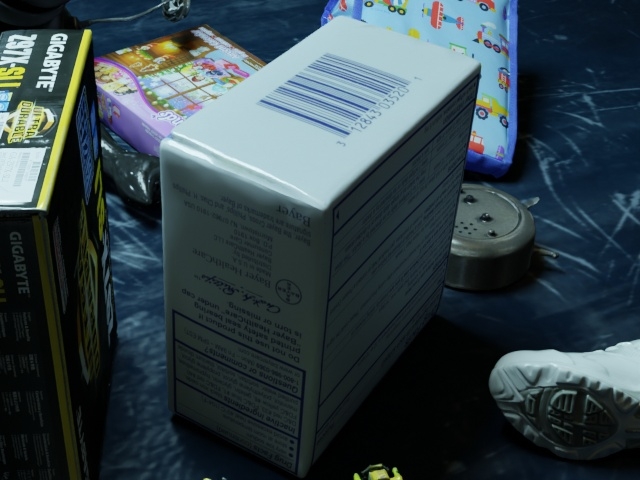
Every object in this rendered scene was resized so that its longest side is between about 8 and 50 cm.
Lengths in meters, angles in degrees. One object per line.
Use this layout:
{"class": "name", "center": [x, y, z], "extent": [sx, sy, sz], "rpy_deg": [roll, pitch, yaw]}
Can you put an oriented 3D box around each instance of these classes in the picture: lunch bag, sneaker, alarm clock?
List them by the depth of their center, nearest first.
{"class": "sneaker", "center": [0.259, 0.131, 1.002], "extent": [0.232, 0.090, 0.115], "rpy_deg": [12, 30, -3]}
{"class": "alarm clock", "center": [0.140, -0.004, 1.187], "extent": [0.192, 0.064, 0.129], "rpy_deg": [-13, 39, -15]}
{"class": "lunch bag", "center": [0.121, -0.199, 1.366], "extent": [0.221, 0.138, 0.293], "rpy_deg": [18, 43, -14]}

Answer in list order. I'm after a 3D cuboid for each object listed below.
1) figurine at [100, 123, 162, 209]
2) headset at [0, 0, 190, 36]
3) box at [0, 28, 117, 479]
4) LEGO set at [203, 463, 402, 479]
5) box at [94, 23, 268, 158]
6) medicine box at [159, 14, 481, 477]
{"class": "figurine", "center": [-0.279, -0.061, 1.217], "extent": [0.209, 0.092, 0.215], "rpy_deg": [28, 44, 24]}
{"class": "headset", "center": [-0.351, -0.306, 1.348], "extent": [0.394, 0.243, 0.185], "rpy_deg": [1, 64, -16]}
{"class": "box", "center": [-0.214, 0.035, 0.886], "extent": [0.079, 0.322, 0.257], "rpy_deg": [-1, 36, -5]}
{"class": "LEGO set", "center": [-0.038, 0.239, 0.729], "extent": [0.331, 0.192, 0.255], "rpy_deg": [-1, 37, -6]}
{"class": "box", "center": [-0.137, -0.161, 1.378], "extent": [0.201, 0.057, 0.293], "rpy_deg": [-25, 45, -32]}
{"class": "medicine box", "center": [0.000, 0.000, 0.975], "extent": [0.149, 0.289, 0.263], "rpy_deg": [23, 41, 22]}
